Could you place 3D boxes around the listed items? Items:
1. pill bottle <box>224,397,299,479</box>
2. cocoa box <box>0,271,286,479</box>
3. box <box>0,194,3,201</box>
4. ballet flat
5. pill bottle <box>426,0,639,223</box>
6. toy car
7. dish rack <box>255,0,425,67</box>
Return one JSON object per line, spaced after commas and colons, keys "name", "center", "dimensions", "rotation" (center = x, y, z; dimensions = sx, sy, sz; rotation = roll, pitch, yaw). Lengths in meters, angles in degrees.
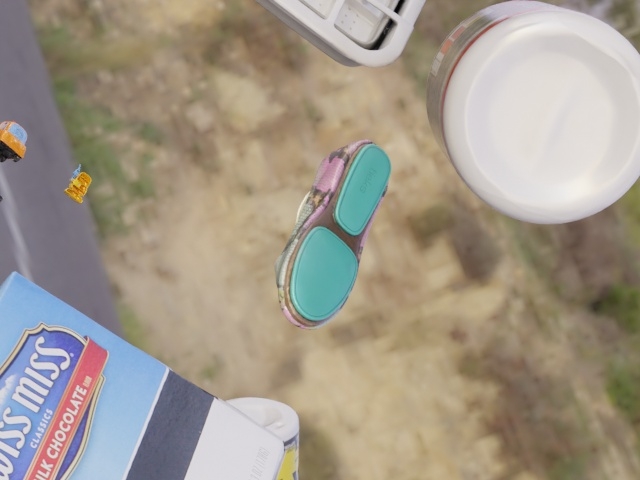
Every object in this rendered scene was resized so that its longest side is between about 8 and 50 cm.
{"name": "pill bottle", "center": [-0.085, 0.308, 2.226], "dimensions": [0.119, 0.119, 0.208], "rotation": [-108, -162, -69]}
{"name": "cocoa box", "center": [-0.230, 0.233, 1.243], "dimensions": [0.228, 0.347, 0.231], "rotation": [34, 44, -14]}
{"name": "box", "center": [-0.439, -0.011, 2.109], "dimensions": [0.027, 0.094, 0.137], "rotation": [49, 37, 8]}
{"name": "ballet flat", "center": [0.000, 0.000, 1.666], "dimensions": [0.077, 0.079, 0.221], "rotation": [43, 50, -26]}
{"name": "pill bottle", "center": [0.218, -0.145, 1.912], "dimensions": [0.363, 0.210, 0.210], "rotation": [-98, 167, -80]}
{"name": "toy car", "center": [-0.298, -0.085, 1.921], "dimensions": [0.122, 0.040, 0.060], "rotation": [35, -20, -14]}
{"name": "dish rack", "center": [0.004, -0.361, 2.044], "dimensions": [0.285, 0.072, 0.333], "rotation": [36, 55, -14]}
